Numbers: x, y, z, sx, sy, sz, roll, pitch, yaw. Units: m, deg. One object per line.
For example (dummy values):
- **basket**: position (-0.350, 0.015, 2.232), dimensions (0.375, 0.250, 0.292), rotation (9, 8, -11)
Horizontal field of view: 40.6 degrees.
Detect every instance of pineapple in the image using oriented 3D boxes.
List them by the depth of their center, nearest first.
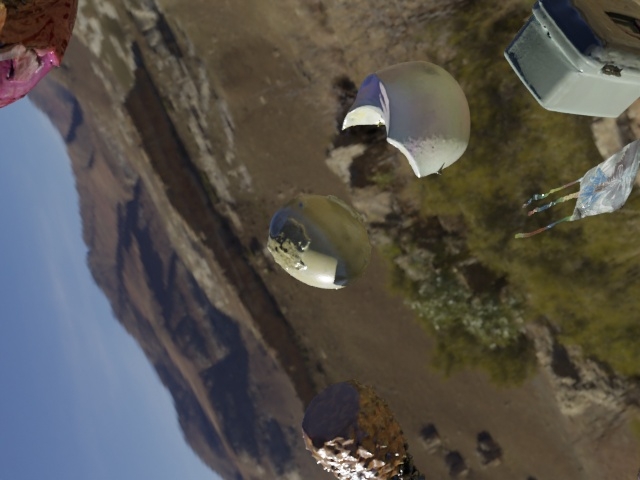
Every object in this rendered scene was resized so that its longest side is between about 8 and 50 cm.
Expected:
- **pineapple**: position (0.112, 0.402, 1.540), dimensions (0.340, 0.169, 0.169), rotation (50, 177, -26)

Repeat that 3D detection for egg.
- **egg**: position (-0.002, 0.003, 1.532), dimensions (0.201, 0.164, 0.164), rotation (33, 156, 28)
- **egg**: position (0.172, -0.259, 1.623), dimensions (0.271, 0.206, 0.161), rotation (50, 154, 45)

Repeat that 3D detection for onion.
- **onion**: position (-0.499, -0.341, 1.141), dimensions (0.286, 0.347, 0.347), rotation (9, 132, 41)

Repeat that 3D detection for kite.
- **kite**: position (0.506, -0.078, 1.685), dimensions (0.015, 0.310, 0.169), rotation (49, 156, 41)

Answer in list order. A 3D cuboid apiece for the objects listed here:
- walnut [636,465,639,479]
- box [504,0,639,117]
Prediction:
- **walnut**: position (0.646, 0.457, 1.525), dimensions (0.165, 0.165, 0.197), rotation (95, 155, -73)
- **box**: position (0.367, -0.252, 1.171), dimensions (0.129, 0.210, 0.148), rotation (-51, 55, 38)
